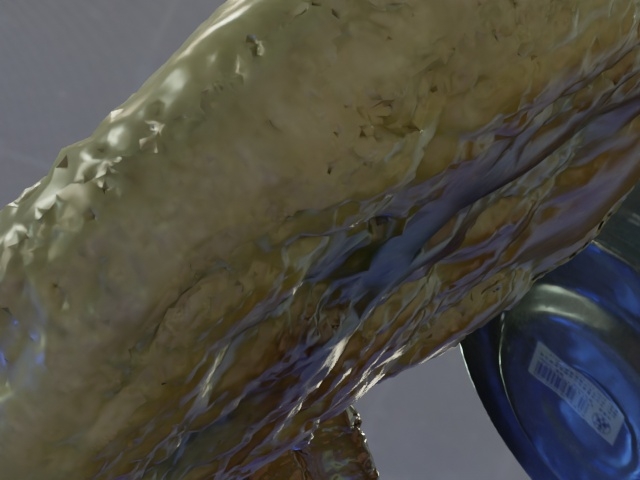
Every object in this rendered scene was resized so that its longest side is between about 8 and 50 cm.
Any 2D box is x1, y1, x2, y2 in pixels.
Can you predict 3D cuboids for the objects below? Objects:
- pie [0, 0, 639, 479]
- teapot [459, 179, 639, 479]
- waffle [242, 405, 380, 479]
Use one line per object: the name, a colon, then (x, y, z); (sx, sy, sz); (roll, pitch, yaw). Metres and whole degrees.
pie: (0.000, 0.000, 0.552); (0.337, 0.075, 0.337); (-36, -11, -8)
teapot: (0.247, 0.028, 1.111); (0.239, 0.321, 0.239); (-35, -94, -27)
waffle: (-0.034, 0.091, 1.285); (0.091, 0.213, 0.308); (-23, -39, -4)
